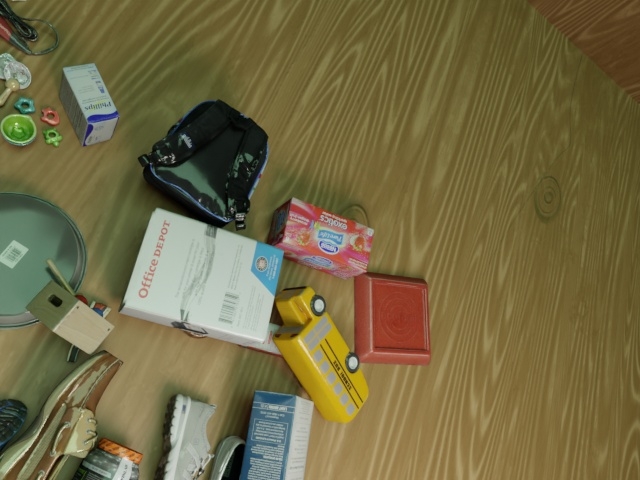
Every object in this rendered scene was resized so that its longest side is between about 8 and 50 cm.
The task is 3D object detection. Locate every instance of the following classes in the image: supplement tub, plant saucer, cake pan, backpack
[{"bbox_3d":[-0.433,0.494,1.002,0.117,0.117,0.190,32,64,-17],"label":"supplement tub"},{"bbox_3d":[0.218,0.221,1.475,0.258,0.047,0.259,9,71,-26],"label":"plant saucer"},{"bbox_3d":[-0.635,0.033,1.057,0.293,0.054,0.293,8,73,-27],"label":"cake pan"},{"bbox_3d":[-0.258,-0.187,1.234,0.276,0.213,0.263,39,70,-21],"label":"backpack"}]

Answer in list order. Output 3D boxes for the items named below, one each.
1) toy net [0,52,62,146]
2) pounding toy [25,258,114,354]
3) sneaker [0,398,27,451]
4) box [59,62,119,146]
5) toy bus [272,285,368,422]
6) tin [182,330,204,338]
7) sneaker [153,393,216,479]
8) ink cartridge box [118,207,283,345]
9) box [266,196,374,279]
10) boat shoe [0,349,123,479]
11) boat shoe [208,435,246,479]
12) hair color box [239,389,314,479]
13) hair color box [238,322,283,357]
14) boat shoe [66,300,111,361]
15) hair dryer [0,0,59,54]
[{"bbox_3d":[-0.658,-0.319,1.146,0.122,0.045,0.232,-13,83,-30],"label":"toy net"},{"bbox_3d":[-0.498,0.130,1.021,0.100,0.141,0.130,-53,144,-20],"label":"pounding toy"},{"bbox_3d":[-0.636,0.389,0.946,0.083,0.087,0.221,36,45,-3],"label":"sneaker"},{"bbox_3d":[-0.526,-0.305,1.168,0.072,0.126,0.137,-24,89,-33],"label":"box"},{"bbox_3d":[-0.008,0.275,1.259,0.130,0.108,0.333,-44,112,-38],"label":"toy bus"},{"bbox_3d":[-0.282,0.137,1.232,0.106,0.040,0.190,10,71,-30],"label":"tin"},{"bbox_3d":[-0.281,0.477,1.097,0.115,0.105,0.282,14,69,-25],"label":"sneaker"},{"bbox_3d":[-0.262,0.090,1.158,0.307,0.129,0.223,20,67,-21],"label":"ink cartridge box"},{"bbox_3d":[0.000,0.000,1.371,0.256,0.122,0.128,21,68,-22],"label":"box"},{"bbox_3d":[-0.489,0.371,0.995,0.119,0.122,0.324,34,71,4],"label":"boat shoe"},{"bbox_3d":[-0.210,0.564,1.123,0.095,0.084,0.258,14,70,-25],"label":"boat shoe"},{"bbox_3d":[-0.103,0.519,1.131,0.105,0.174,0.348,3,69,14],"label":"hair color box"},{"bbox_3d":[-0.125,0.244,1.282,0.141,0.043,0.072,22,67,-23],"label":"hair color box"},{"bbox_3d":[-0.493,0.196,1.095,0.043,0.049,0.137,28,60,-22],"label":"boat shoe"},{"bbox_3d":[-0.754,-0.522,1.130,0.293,0.080,0.224,-17,85,-31],"label":"hair dryer"}]
